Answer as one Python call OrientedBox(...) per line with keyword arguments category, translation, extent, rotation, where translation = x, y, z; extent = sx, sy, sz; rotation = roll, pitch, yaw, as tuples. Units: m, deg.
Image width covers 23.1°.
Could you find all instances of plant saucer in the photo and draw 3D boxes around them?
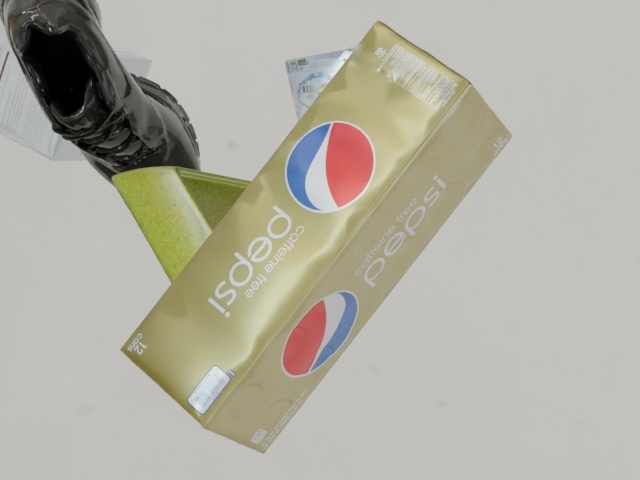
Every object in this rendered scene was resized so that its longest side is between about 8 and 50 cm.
OrientedBox(category="plant saucer", translation=(-0.065, 0.004, 1.365), extent=(0.045, 0.188, 0.188), rotation=(-51, 53, 25))

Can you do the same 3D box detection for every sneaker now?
OrientedBox(category="sneaker", translation=(-0.202, -0.118, 1.421), extent=(0.109, 0.286, 0.130), rotation=(-30, 35, 12))

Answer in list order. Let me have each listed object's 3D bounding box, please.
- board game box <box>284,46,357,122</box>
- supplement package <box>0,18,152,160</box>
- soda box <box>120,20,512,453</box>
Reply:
OrientedBox(category="board game box", translation=(0.010, -0.181, 1.891), extent=(0.090, 0.020, 0.090), rotation=(-11, 89, -13))
OrientedBox(category="supplement package", translation=(-0.350, -0.202, 1.879), extent=(0.244, 0.139, 0.134), rotation=(27, 105, 26))
OrientedBox(category="soda box", translation=(0.000, 0.000, 0.676), extent=(0.058, 0.061, 0.181), rotation=(39, 91, 30))
